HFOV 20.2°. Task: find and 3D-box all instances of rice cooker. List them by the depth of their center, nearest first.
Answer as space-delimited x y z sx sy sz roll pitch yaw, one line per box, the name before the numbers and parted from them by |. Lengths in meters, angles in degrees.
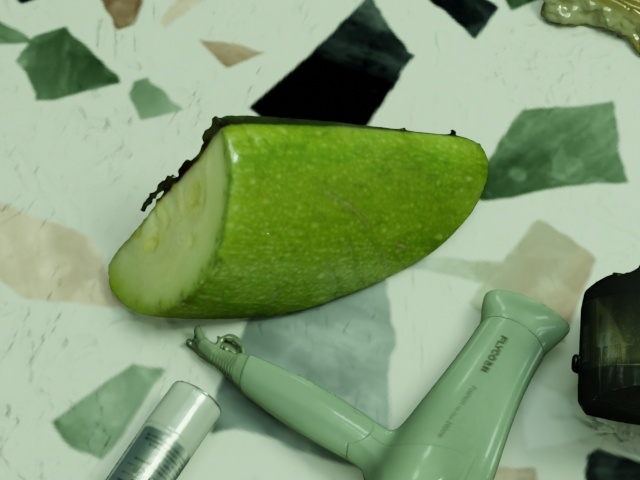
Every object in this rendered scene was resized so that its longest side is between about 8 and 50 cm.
rice cooker | 0.222 0.070 1.164 0.112 0.165 0.106 4 88 -1

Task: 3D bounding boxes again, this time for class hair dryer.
hair dryer | 0.023 0.090 1.213 0.237 0.075 0.206 19 54 17

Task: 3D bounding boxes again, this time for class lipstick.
lipstick | -0.118 0.157 1.169 0.040 0.040 0.141 29 63 13

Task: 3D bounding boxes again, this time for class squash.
squash | 0.000 0.000 1.274 0.252 0.169 0.093 2 53 -41

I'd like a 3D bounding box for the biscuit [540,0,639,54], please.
biscuit | 0.204 -0.250 1.421 0.228 0.031 0.176 33 63 14
